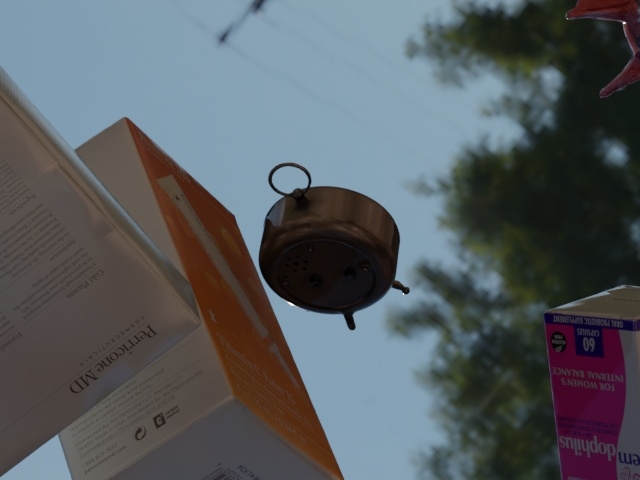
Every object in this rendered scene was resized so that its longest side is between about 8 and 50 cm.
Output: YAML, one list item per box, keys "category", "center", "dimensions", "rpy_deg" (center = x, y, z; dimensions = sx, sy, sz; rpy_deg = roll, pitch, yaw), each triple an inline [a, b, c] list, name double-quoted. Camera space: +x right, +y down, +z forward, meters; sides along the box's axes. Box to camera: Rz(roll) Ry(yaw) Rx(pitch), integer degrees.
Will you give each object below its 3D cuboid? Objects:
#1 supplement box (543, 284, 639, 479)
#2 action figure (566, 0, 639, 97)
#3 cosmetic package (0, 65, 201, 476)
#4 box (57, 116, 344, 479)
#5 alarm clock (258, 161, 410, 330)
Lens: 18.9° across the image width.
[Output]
- category: "supplement box"
  center: [0.282, 0.160, 1.688]
  dimensions: [0.114, 0.220, 0.111]
  rpy_deg: [-15, -169, -38]
- category: "action figure"
  center: [0.291, -0.180, 0.966]
  dimensions: [0.248, 0.370, 0.276]
  rpy_deg: [79, 173, -57]
- category: "cosmetic package"
  center: [-0.328, 0.063, 1.497]
  dimensions: [0.284, 0.377, 0.097]
  rpy_deg: [51, -175, -20]
- category: "box"
  center: [-0.145, 0.095, 1.777]
  dimensions: [0.215, 0.168, 0.345]
  rpy_deg: [44, -163, -51]
- category: "alarm clock"
  center: [0.000, 0.000, 1.780]
  dimensions: [0.064, 0.129, 0.192]
  rpy_deg: [-79, -30, -46]
